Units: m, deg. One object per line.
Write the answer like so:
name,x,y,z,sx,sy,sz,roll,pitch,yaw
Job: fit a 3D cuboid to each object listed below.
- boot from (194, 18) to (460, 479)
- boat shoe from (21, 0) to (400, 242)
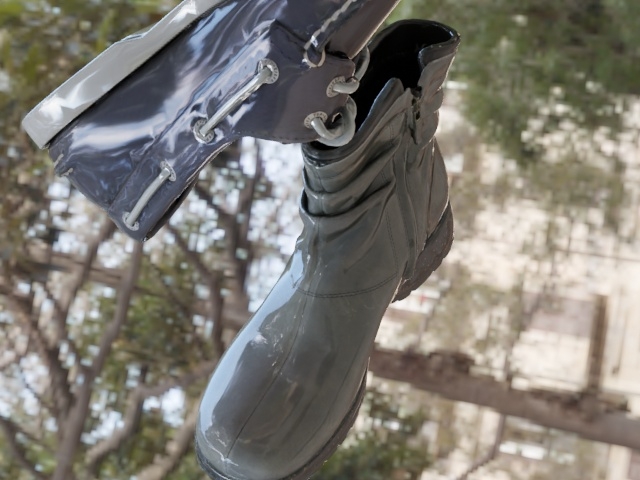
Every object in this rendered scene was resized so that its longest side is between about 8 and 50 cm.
boot,0.000,0.000,0.749,0.246,0.083,0.161,-56,-25,-34
boat shoe,-0.009,-0.059,0.449,0.065,0.206,0.075,57,-143,-8
